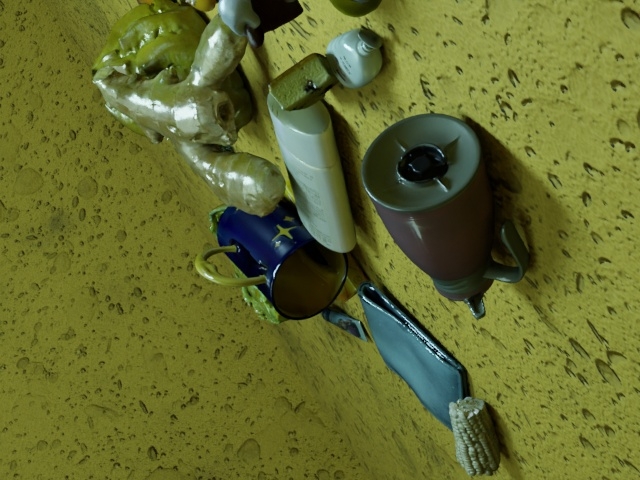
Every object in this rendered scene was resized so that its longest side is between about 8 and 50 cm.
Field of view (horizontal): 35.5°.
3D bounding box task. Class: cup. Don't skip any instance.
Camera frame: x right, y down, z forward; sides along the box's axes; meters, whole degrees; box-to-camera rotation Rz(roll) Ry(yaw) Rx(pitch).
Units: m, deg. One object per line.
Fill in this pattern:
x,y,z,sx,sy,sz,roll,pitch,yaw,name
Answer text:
-0.114,0.010,1.979,0.255,0.178,0.256,21,-167,-43,cup

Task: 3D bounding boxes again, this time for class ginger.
-0.229,-0.208,1.827,0.348,0.122,0.363,-7,108,36,ginger

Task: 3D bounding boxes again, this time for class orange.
-0.133,0.034,2.351,0.262,0.196,0.334,26,154,39,orange

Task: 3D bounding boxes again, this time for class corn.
0.285,0.357,1.859,0.087,0.087,0.211,43,158,47,corn

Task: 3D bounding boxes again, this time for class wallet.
0.187,0.232,1.967,0.290,0.054,0.251,45,164,37,wallet

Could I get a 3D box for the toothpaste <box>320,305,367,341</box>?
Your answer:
0.051,0.192,2.412,0.216,0.037,0.062,23,143,60,toothpaste

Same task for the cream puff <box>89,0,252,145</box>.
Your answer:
-0.311,-0.311,2.038,0.291,0.257,0.324,55,168,24,cream puff

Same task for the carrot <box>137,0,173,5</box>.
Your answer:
-0.329,-0.468,2.157,0.072,0.072,0.205,49,173,30,carrot

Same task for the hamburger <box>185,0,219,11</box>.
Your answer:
-0.181,-0.434,1.548,0.162,0.115,0.162,51,166,17,hamburger

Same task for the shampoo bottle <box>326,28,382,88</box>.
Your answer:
0.052,-0.245,1.312,0.077,0.045,0.152,58,166,-6,shampoo bottle

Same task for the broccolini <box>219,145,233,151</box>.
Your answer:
-0.252,-0.255,2.454,0.074,0.058,0.201,-32,76,63,broccolini

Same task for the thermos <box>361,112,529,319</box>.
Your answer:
0.169,-0.019,1.264,0.176,0.146,0.265,16,153,32,thermos

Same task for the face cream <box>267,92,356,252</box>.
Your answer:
-0.014,-0.130,1.753,0.173,0.081,0.348,51,167,34,face cream

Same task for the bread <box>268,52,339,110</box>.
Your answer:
-0.016,-0.228,1.452,0.049,0.088,0.226,54,-168,-2,bread

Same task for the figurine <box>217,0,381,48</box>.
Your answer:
-0.047,-0.339,1.147,0.338,0.204,0.283,34,132,29,figurine

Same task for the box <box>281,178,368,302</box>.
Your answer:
0.000,0.000,2.102,0.269,0.043,0.152,55,166,5,box
